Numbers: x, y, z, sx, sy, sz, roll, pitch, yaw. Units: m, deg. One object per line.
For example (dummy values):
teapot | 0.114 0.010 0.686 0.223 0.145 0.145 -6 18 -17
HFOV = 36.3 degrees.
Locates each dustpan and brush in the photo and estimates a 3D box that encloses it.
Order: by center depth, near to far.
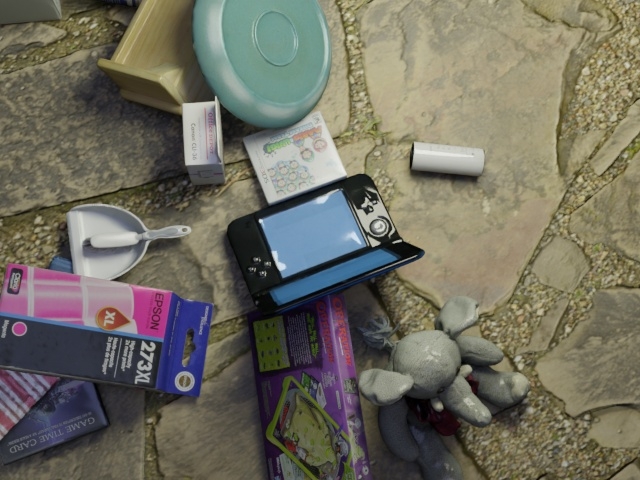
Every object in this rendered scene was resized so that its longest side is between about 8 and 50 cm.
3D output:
dustpan and brush | -0.342 -0.003 1.762 0.211 0.060 0.147 -6 78 -20

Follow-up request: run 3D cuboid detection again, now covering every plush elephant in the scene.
plush elephant | 0.200 0.242 1.658 0.272 0.255 0.330 -44 86 -9

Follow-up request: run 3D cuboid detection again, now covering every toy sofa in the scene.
toy sofa | -0.242 -0.412 1.809 0.150 0.177 0.362 19 77 25

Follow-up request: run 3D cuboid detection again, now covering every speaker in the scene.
speaker | 0.236 -0.153 1.830 0.136 0.055 0.055 5 80 -3

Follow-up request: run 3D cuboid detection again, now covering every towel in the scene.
towel | -0.561 0.253 1.686 0.144 0.029 0.197 45 84 0
towel | -0.468 0.091 1.756 0.067 0.029 0.119 17 79 -1

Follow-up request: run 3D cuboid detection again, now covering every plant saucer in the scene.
plant saucer | -0.090 -0.361 1.756 0.318 0.044 0.317 4 84 -41

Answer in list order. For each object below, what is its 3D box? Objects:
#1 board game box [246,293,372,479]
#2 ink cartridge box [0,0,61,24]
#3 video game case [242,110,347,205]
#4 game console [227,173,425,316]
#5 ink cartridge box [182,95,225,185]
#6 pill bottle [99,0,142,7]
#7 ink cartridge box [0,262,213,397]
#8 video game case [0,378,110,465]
board game box | -0.022 0.278 1.678 0.056 0.208 0.346 0 78 -43
ink cartridge box | -0.559 -0.508 1.802 0.128 0.127 0.176 -7 80 -4
video game case | -0.048 -0.154 1.819 0.157 0.019 0.143 -20 73 -7
game console | 0.000 0.000 1.705 0.293 0.173 0.250 -21 68 -7
ink cartridge box | -0.207 -0.175 1.732 0.067 0.198 0.115 -4 80 -5
pill bottle | -0.402 -0.493 1.826 0.169 0.094 0.094 9 80 -2
ink cartridge box | -0.373 0.159 1.692 0.371 0.069 0.175 12 76 -17
video game case | -0.508 0.231 1.713 0.196 0.026 0.274 -20 89 -3
